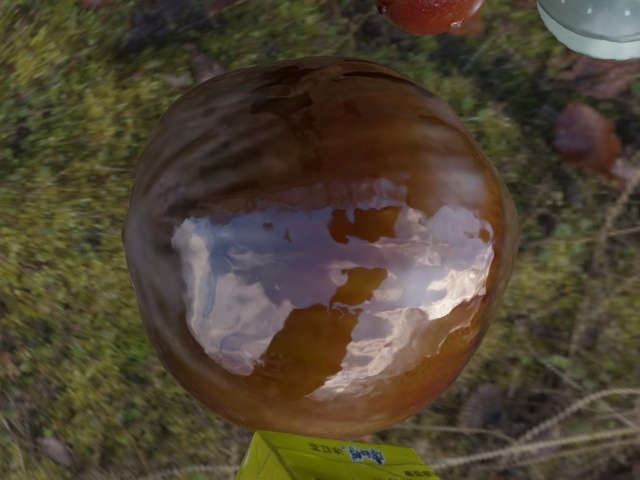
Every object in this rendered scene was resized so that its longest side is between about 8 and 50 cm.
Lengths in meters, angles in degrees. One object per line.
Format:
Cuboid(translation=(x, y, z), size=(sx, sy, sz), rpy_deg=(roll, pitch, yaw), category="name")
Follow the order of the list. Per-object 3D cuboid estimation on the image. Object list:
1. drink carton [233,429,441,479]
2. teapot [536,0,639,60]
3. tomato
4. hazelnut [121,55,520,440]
Cuboid(translation=(-0.034, 0.321, 1.211), size=(0.154, 0.111, 0.351), rpy_deg=(12, 110, -35), category="drink carton")
Cuboid(translation=(0.148, -0.204, 0.821), size=(0.183, 0.251, 0.184), rpy_deg=(-7, 60, 12), category="teapot")
Cuboid(translation=(0.108, -0.301, 1.647), size=(0.167, 0.167, 0.167), rpy_deg=(-1, 92, -17), category="tomato")
Cuboid(translation=(0.000, 0.000, 1.421), size=(0.372, 0.315, 0.372), rpy_deg=(13, 59, -22), category="hazelnut")
